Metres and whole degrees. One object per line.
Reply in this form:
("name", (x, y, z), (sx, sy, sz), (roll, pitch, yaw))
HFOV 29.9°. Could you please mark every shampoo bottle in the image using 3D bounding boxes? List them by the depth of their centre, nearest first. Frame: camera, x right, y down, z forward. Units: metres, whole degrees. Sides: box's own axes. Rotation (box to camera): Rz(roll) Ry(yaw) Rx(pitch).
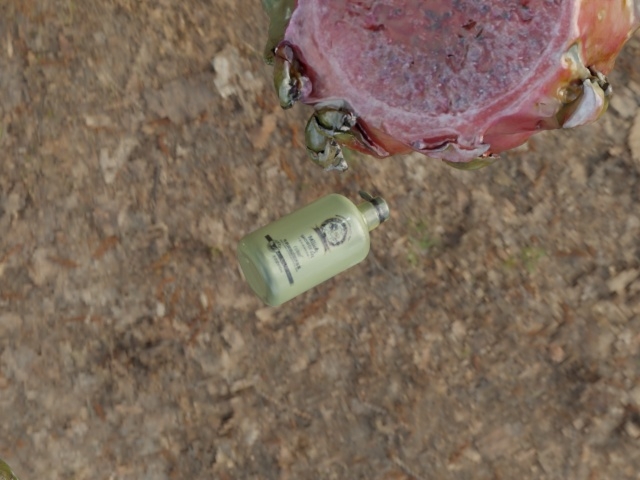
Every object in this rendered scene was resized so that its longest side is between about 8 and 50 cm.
("shampoo bottle", (0.000, 0.000, 1.220), (0.162, 0.079, 0.079), (-27, 123, -18))

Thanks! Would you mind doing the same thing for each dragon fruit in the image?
("dragon fruit", (0.082, -0.133, 0.725), (0.211, 0.147, 0.282), (43, 108, -3))

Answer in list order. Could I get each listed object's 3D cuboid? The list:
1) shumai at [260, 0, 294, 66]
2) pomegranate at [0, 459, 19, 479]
("shumai", (0.031, -0.239, 1.269), (0.309, 0.263, 0.304), (11, 147, -3))
("pomegranate", (-0.449, 0.340, 1.531), (0.142, 0.114, 0.114), (-26, 123, 11))
